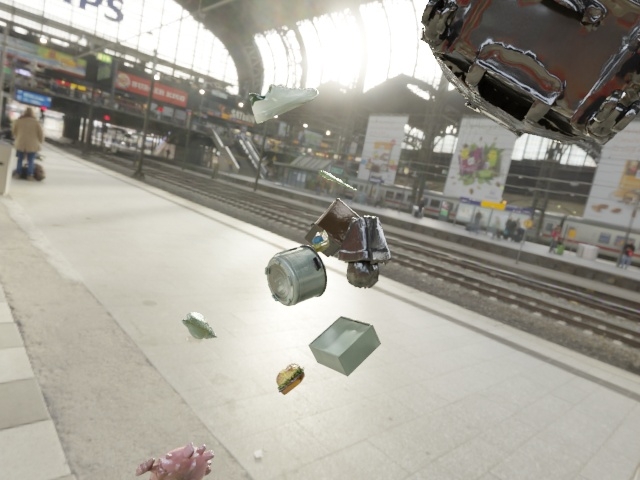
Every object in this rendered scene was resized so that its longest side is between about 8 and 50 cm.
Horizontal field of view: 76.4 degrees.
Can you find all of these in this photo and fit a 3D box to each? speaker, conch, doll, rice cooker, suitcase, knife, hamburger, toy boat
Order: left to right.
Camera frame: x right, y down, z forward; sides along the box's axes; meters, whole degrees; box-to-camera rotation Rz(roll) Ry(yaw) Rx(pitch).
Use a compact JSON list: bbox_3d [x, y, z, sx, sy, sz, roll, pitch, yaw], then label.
[{"bbox_3d":[-0.444,0.708,1.255,0.093,0.211,0.262,41,-3,45],"label":"doll"},{"bbox_3d":[-0.413,0.297,1.414,0.065,0.088,0.180,-9,-39,26],"label":"conch"},{"bbox_3d":[-0.125,0.568,1.707,0.087,0.137,0.166,52,1,8],"label":"hamburger"},{"bbox_3d":[-0.095,0.149,1.751,0.226,0.241,0.280,-16,-17,-37],"label":"rice cooker"},{"bbox_3d":[0.000,0.000,1.633,0.064,0.066,0.172,-21,12,14],"label":"toy boat"},{"bbox_3d":[0.064,-0.063,2.039,0.192,0.153,0.231,40,53,-1],"label":"speaker"},{"bbox_3d":[0.050,-0.169,1.157,0.030,0.014,0.207,39,13,33],"label":"knife"},{"bbox_3d":[0.305,-0.269,0.584,0.283,0.194,0.434,36,21,11],"label":"suitcase"}]

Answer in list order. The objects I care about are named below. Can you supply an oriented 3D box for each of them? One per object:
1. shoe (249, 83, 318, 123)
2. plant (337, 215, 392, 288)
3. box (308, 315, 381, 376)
[{"bbox_3d":[-0.129,-0.508,1.427,0.264,0.110,0.095,-34,20,-24],"label":"shoe"},{"bbox_3d":[0.157,0.043,1.439,0.141,0.256,0.164,9,-5,-41],"label":"plant"},{"bbox_3d":[0.106,0.467,1.820,0.225,0.118,0.224,-36,22,-30],"label":"box"}]
